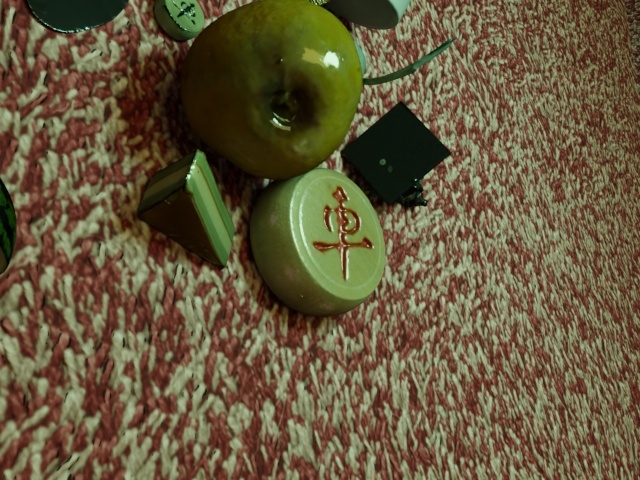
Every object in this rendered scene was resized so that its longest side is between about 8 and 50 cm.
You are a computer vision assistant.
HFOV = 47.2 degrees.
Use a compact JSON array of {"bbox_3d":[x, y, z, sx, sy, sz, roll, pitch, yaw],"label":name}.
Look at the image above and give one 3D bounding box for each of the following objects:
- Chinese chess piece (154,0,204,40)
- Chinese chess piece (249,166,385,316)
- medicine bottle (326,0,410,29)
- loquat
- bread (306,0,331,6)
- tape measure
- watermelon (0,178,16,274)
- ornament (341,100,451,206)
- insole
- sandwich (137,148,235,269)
[{"bbox_3d":[-0.225,-0.362,1.174,0.084,0.034,0.084,25,54,-40],"label":"Chinese chess piece"},{"bbox_3d":[0.000,0.000,1.204,0.250,0.097,0.251,22,58,-40],"label":"Chinese chess piece"},{"bbox_3d":[0.129,-0.605,1.458,0.245,0.245,0.307,29,82,-36],"label":"medicine bottle"},{"bbox_3d":[-0.072,-0.227,1.110,0.274,0.274,0.275,23,56,-40],"label":"loquat"},{"bbox_3d":[-0.021,-0.469,1.414,0.085,0.085,0.053,-38,106,-49],"label":"bread"},{"bbox_3d":[0.070,-0.316,1.249,0.084,0.330,0.164,26,52,-41],"label":"tape measure"},{"bbox_3d":[-0.387,-0.031,0.801,0.094,0.135,0.125,-5,77,-11],"label":"watermelon"},{"bbox_3d":[0.160,-0.128,1.447,0.153,0.166,0.196,52,1,28],"label":"ornament"},{"bbox_3d":[-0.324,-0.412,1.109,0.119,0.009,0.348,48,44,-24],"label":"insole"},{"bbox_3d":[-0.156,-0.039,1.035,0.163,0.113,0.079,37,48,-32],"label":"sandwich"}]
